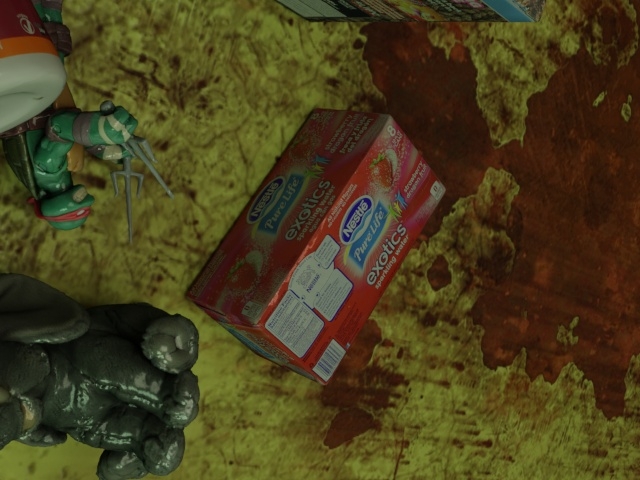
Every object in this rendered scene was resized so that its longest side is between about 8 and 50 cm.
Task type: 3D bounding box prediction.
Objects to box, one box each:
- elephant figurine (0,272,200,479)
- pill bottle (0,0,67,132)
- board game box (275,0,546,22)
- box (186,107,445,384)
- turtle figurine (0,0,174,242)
[{"bbox_3d":[-0.228,0.106,0.691,0.240,0.186,0.169,10,72,-27],"label":"elephant figurine"},{"bbox_3d":[-0.268,-0.179,0.567,0.121,0.121,0.221,-27,91,-35],"label":"pill bottle"},{"bbox_3d":[0.027,-0.297,0.736,0.232,0.291,0.141,20,87,-44],"label":"board game box"},{"bbox_3d":[0.000,0.000,0.899,0.128,0.123,0.256,46,69,-39],"label":"box"},{"bbox_3d":[-0.198,-0.096,0.686,0.118,0.175,0.234,-14,102,-18],"label":"turtle figurine"}]
